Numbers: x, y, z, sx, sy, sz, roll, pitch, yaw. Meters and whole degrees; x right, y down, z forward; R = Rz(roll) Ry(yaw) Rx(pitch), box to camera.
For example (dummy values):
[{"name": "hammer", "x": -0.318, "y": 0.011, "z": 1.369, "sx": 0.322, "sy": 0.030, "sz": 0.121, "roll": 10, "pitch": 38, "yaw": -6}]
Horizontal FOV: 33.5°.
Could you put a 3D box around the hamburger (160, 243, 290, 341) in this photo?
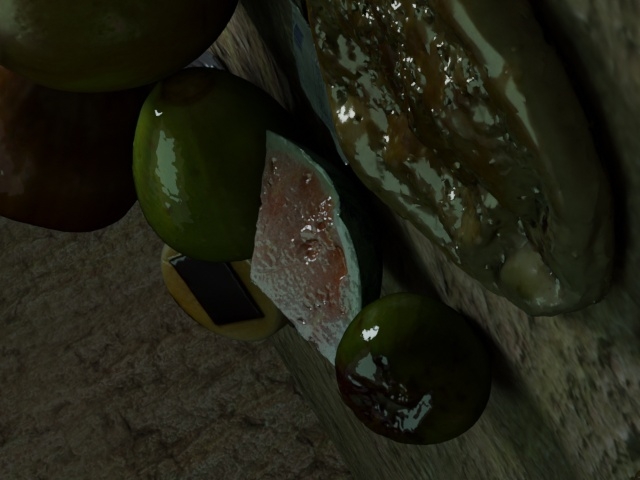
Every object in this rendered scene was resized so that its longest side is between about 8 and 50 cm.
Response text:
[{"name": "hamburger", "x": -0.141, "y": 0.043, "z": 1.911, "sx": 0.302, "sy": 0.170, "sz": 0.302, "roll": 18, "pitch": 133, "yaw": 20}]

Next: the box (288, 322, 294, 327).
[{"name": "box", "x": -0.031, "y": 0.116, "z": 2.028, "sx": 0.062, "sy": 0.098, "sz": 0.045, "roll": 58, "pitch": 175, "yaw": 28}]

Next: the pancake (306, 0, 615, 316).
[{"name": "pancake", "x": 0.096, "y": -0.100, "z": 0.855, "sx": 0.387, "sy": 0.082, "sz": 0.387, "roll": 54, "pitch": 166, "yaw": 21}]

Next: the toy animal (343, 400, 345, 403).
[{"name": "toy animal", "x": 0.054, "y": 0.186, "z": 1.871, "sx": 0.157, "sy": 0.097, "sz": 0.312, "roll": -111, "pitch": 0, "yaw": -45}]

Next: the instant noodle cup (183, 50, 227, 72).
[{"name": "instant noodle cup", "x": -0.254, "y": -0.229, "z": 1.862, "sx": 0.181, "sy": 0.258, "sz": 0.302, "roll": 115, "pitch": 159, "yaw": -58}]

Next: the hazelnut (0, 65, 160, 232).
[{"name": "hazelnut", "x": -0.388, "y": -0.187, "z": 1.600, "sx": 0.366, "sy": 0.366, "sz": 0.366, "roll": 58, "pitch": 170, "yaw": 17}]

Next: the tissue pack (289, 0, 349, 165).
[{"name": "tissue pack", "x": 0.001, "y": -0.185, "z": 1.251, "sx": 0.122, "sy": 0.026, "sz": 0.193, "roll": 57, "pitch": 169, "yaw": 27}]

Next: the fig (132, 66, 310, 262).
[{"name": "fig", "x": -0.148, "y": -0.112, "z": 1.489, "sx": 0.258, "sy": 0.258, "sz": 0.326, "roll": 55, "pitch": 177, "yaw": 33}]

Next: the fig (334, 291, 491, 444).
[{"name": "fig", "x": 0.108, "y": 0.145, "z": 1.248, "sx": 0.191, "sy": 0.181, "sz": 0.181, "roll": -78, "pitch": -36, "yaw": -68}]

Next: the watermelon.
[{"name": "watermelon", "x": 0.000, "y": 0.000, "z": 1.389, "sx": 0.256, "sy": 0.176, "sz": 0.260, "roll": -122, "pitch": 41, "yaw": -67}]

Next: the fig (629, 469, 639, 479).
[{"name": "fig", "x": 0.270, "y": 0.358, "z": 0.997, "sx": 0.286, "sy": 0.286, "sz": 0.368, "roll": 52, "pitch": 135, "yaw": 44}]

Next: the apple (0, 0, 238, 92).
[{"name": "apple", "x": -0.290, "y": -0.363, "z": 1.322, "sx": 0.384, "sy": 0.374, "sz": 0.374, "roll": 53, "pitch": 167, "yaw": 38}]
